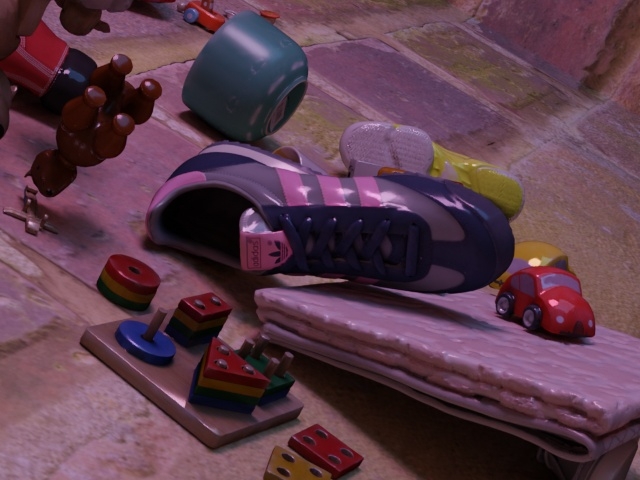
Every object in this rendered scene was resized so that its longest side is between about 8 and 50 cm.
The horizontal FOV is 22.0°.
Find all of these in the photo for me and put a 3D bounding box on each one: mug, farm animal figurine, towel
[{"bbox_3d":[-0.023,-0.062,1.692,0.064,0.062,0.078,24,23,-41],"label":"mug"},{"bbox_3d":[-0.307,-0.173,1.356,0.330,0.172,0.326,17,58,-26],"label":"farm animal figurine"},{"bbox_3d":[0.154,0.098,1.392,0.332,0.053,0.317,18,11,31],"label":"towel"},{"bbox_3d":[-0.069,-0.173,1.805,0.097,0.129,0.158,37,19,12],"label":"mug"}]

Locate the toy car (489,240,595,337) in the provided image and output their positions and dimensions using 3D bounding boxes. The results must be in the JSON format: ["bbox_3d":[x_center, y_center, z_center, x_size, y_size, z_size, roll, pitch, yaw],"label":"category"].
[{"bbox_3d":[0.135,0.023,1.489,0.225,0.053,0.239,12,9,3],"label":"toy car"}]

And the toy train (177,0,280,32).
[{"bbox_3d":[-0.113,-0.302,2.225,0.125,0.046,0.166,34,19,13],"label":"toy train"}]

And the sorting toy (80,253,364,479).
[{"bbox_3d":[-0.079,0.091,1.212,0.274,0.046,0.132,36,19,20],"label":"sorting toy"}]

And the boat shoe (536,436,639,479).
[{"bbox_3d":[0.221,0.181,1.394,0.081,0.079,0.227,23,12,11],"label":"boat shoe"}]

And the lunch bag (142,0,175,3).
[{"bbox_3d":[-0.325,-0.414,2.110,0.258,0.120,0.293,8,26,-41],"label":"lunch bag"}]

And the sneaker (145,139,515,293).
[{"bbox_3d":[0.000,0.000,1.395,0.319,0.112,0.131,9,27,25],"label":"sneaker"}]

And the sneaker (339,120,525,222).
[{"bbox_3d":[0.118,-0.078,1.943,0.240,0.091,0.126,23,1,-19],"label":"sneaker"}]

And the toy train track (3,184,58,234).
[{"bbox_3d":[-0.235,-0.029,1.348,0.048,0.014,0.083,23,18,-20],"label":"toy train track"}]

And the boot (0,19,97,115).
[{"bbox_3d":[-0.299,-0.204,1.633,0.176,0.088,0.244,29,16,-26],"label":"boot"}]

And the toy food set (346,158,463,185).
[{"bbox_3d":[0.082,-0.022,1.737,0.111,0.104,0.232,12,3,-10],"label":"toy food set"}]
